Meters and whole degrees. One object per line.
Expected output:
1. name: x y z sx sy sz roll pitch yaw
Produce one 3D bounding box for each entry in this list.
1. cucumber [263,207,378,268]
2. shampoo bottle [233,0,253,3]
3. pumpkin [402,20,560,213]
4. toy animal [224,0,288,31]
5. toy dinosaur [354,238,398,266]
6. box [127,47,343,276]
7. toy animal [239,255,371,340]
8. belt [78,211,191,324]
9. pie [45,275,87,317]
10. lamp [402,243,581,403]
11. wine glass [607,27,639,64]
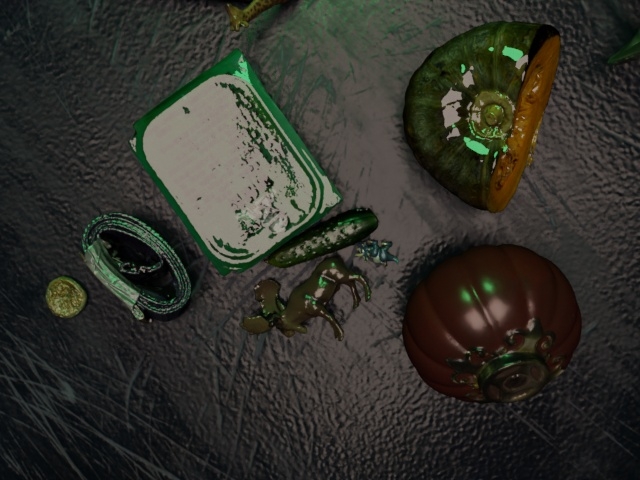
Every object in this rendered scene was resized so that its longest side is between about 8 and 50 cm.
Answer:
1. cucumber: 0.000 0.000 1.383 0.228 0.069 0.069 -23 93 7
2. shampoo bottle: -0.272 -0.513 1.352 0.323 0.084 0.129 7 105 4
3. pumpkin: 0.270 -0.232 1.299 0.232 0.242 0.324 25 101 31
4. toy animal: -0.069 -0.476 1.320 0.054 0.149 0.275 28 91 39
5. toy dinosaur: 0.107 0.024 1.394 0.083 0.030 0.047 9 96 4
6. box: -0.155 -0.135 1.362 0.264 0.106 0.336 -34 92 6
7. toy animal: -0.030 0.116 1.389 0.186 0.094 0.214 35 88 -4
8. belt: -0.341 0.056 1.381 0.230 0.126 0.139 42 72 0
9. pie: -0.495 0.110 1.443 0.084 0.021 0.084 0 98 2
10. lamp: 0.291 0.146 1.275 0.303 0.257 0.303 -5 131 -6
11. wine glass: 0.484 -0.516 1.226 0.267 0.267 0.406 -32 96 5
